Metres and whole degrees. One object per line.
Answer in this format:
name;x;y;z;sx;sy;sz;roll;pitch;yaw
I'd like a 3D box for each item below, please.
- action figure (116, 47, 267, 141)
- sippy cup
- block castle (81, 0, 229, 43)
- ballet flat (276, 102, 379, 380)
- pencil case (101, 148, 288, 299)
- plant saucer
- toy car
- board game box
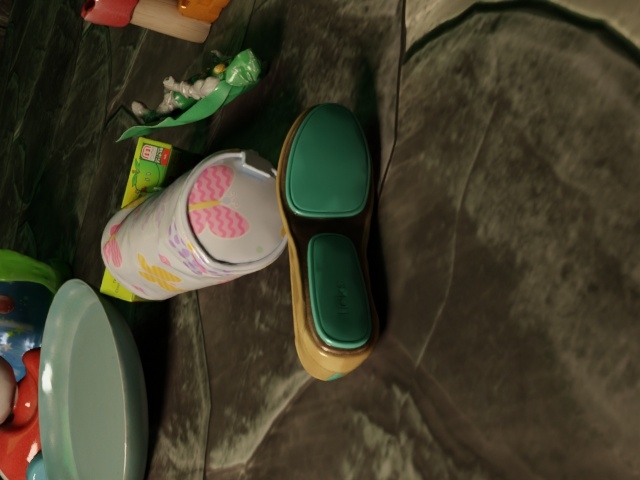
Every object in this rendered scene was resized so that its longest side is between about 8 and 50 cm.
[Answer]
action figure;-0.127;-0.166;1.175;0.232;0.137;0.063;-11;111;55
sippy cup;-0.552;0.125;1.777;0.305;0.224;0.240;-69;26;15
block castle;-0.150;-0.464;1.240;0.453;0.213;0.302;-36;46;56
ballet flat;0.000;0.000;0.837;0.073;0.080;0.232;113;160;-56
pencil case;-0.127;-0.011;1.068;0.124;0.113;0.273;-58;18;-20
plant saucer;-0.269;0.203;1.270;0.318;0.044;0.317;1;91;58
toy car;-0.449;0.234;1.478;0.219;0.238;0.210;16;92;66
board game box;-0.194;-0.022;1.243;0.092;0.043;0.181;10;-85;-74
